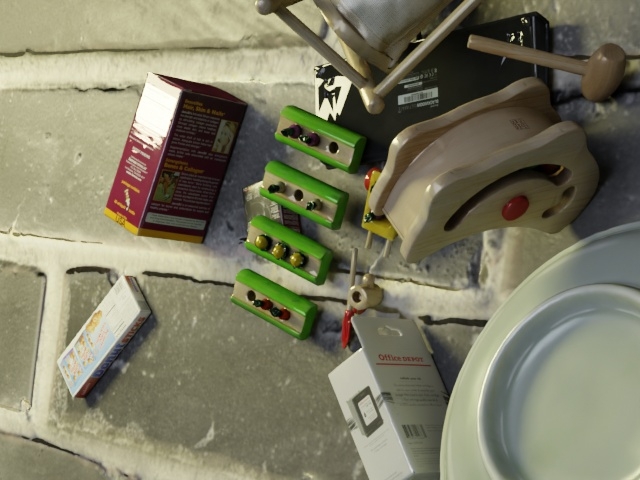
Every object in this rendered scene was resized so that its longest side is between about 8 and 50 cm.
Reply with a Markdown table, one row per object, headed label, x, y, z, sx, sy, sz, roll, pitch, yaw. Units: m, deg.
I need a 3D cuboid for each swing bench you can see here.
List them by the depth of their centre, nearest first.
| label | x | y | z | sx | sy | sz | roll | pitch | yaw |
| --- | --- | --- | --- | --- | --- | --- | --- | --- | --- |
| swing bench | 0.082 | -0.306 | 1.495 | 0.253 | 0.165 | 0.255 | -42 | 20 | 21 |

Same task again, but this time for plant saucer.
| label | x | y | z | sx | sy | sz | roll | pitch | yaw |
| --- | --- | --- | --- | --- | --- | --- | --- | --- | --- |
| plant saucer | 0.247 | 0.152 | 1.290 | 0.400 | 0.100 | 0.400 | -23 | 53 | 34 |

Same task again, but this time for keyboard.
| label | x | y | z | sx | sy | sz | roll | pitch | yaw |
| --- | --- | --- | --- | --- | --- | --- | --- | --- | --- |
| keyboard | 0.112 | -0.191 | 1.592 | 0.317 | 0.033 | 0.202 | -7 | 81 | 43 |

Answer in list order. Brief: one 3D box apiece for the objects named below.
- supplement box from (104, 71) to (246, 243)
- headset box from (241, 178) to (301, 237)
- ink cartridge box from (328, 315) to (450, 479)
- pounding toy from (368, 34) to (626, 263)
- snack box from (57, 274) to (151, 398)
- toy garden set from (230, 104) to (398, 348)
| label | x | y | z | sx | sy | sz | roll | pitch | yaw |
| --- | --- | --- | --- | --- | --- | --- | --- | --- | --- |
| supplement box | -0.178 | -0.100 | 1.815 | 0.081 | 0.104 | 0.188 | 29 | 105 | 43 |
| headset box | -0.057 | -0.029 | 1.736 | 0.062 | 0.032 | 0.083 | -21 | 71 | 41 |
| ink cartridge box | 0.079 | 0.170 | 1.527 | 0.060 | 0.104 | 0.180 | -42 | 57 | 34 |
| pounding toy | 0.165 | -0.091 | 1.425 | 0.155 | 0.269 | 0.154 | 57 | 162 | 33 |
| snack box | -0.286 | 0.127 | 1.953 | 0.178 | 0.022 | 0.064 | -50 | 55 | 28 |
| toy garden set | 0.000 | 0.000 | 1.636 | 0.204 | 0.049 | 0.244 | 27 | 110 | 31 |
